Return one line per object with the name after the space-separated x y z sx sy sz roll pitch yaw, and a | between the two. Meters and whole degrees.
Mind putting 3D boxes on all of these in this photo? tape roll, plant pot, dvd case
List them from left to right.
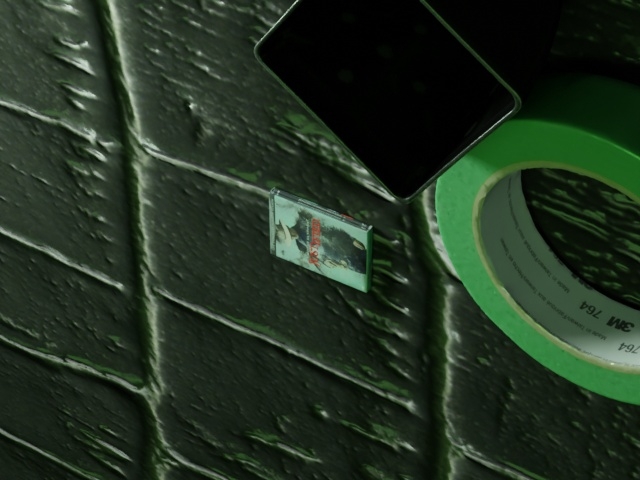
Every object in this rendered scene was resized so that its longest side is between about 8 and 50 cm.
0.000 0.000 1.898 0.119 0.013 0.087 23 137 23 | dvd case
0.092 -0.178 1.542 0.187 0.167 0.188 45 140 -2 | plant pot
0.254 0.004 1.615 0.321 0.077 0.321 27 143 22 | tape roll
